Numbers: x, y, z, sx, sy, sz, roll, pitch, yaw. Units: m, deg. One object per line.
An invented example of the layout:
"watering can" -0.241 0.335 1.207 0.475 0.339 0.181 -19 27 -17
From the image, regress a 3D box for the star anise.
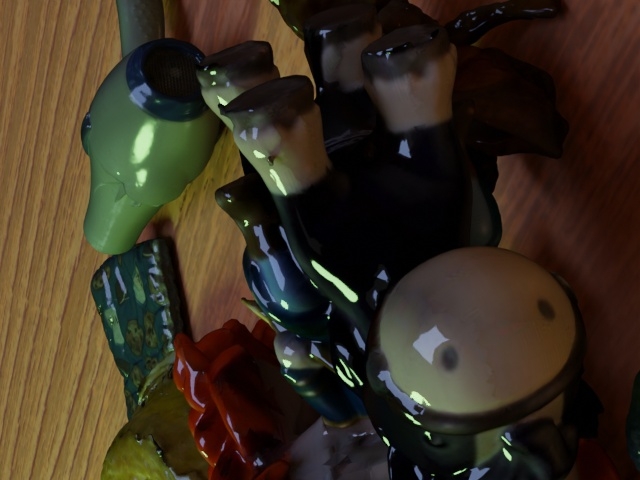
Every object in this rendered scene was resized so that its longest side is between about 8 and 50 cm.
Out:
"star anise" 0.055 -0.103 0.844 0.212 0.111 0.196 32 157 8

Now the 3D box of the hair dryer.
"hair dryer" -0.173 -0.121 1.282 0.298 0.119 0.296 -106 27 -43

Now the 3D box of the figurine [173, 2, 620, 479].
"figurine" 0.045 0.076 0.734 0.306 0.241 0.412 42 151 33

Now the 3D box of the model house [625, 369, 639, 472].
"model house" 0.194 0.094 0.680 0.066 0.083 0.079 17 111 57

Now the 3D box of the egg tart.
"egg tart" -0.107 0.231 1.193 0.294 0.116 0.295 16 111 48

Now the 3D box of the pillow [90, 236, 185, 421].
"pillow" -0.167 0.132 1.392 0.189 0.034 0.256 -28 74 62
